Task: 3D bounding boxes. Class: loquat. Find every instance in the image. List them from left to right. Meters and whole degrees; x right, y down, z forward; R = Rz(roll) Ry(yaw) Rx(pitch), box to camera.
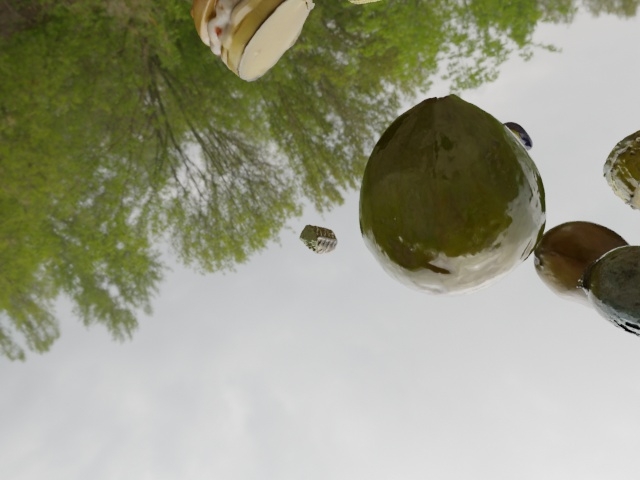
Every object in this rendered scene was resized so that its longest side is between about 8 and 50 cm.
[{"bbox_3d":[0.566,0.052,1.145,0.179,0.179,0.227,-40,-141,-19],"label":"loquat"}]

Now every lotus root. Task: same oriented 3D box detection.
[{"bbox_3d":[0.328,0.057,0.504,0.165,0.088,0.088,21,-126,34],"label":"lotus root"}]

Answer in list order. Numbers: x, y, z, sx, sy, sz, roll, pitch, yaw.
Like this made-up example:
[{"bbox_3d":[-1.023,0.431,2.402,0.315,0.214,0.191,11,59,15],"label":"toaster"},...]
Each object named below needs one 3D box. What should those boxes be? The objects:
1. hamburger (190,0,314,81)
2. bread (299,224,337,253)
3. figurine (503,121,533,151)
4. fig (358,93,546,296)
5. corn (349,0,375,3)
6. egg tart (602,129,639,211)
[{"bbox_3d":[-0.175,-0.541,1.249,0.276,0.237,0.276,-45,178,-2],"label":"hamburger"},{"bbox_3d":[0.000,0.000,1.326,0.060,0.110,0.066,-15,-105,32],"label":"bread"},{"bbox_3d":[0.409,-0.190,1.389,0.154,0.193,0.421,-8,-139,43],"label":"figurine"},{"bbox_3d":[0.223,-0.082,0.955,0.343,0.343,0.343,-20,-148,13],"label":"fig"},{"bbox_3d":[0.146,-0.554,1.140,0.248,0.081,0.081,14,-130,46],"label":"corn"},{"bbox_3d":[0.827,-0.144,1.264,0.315,0.315,0.120,-2,-130,36],"label":"egg tart"}]
